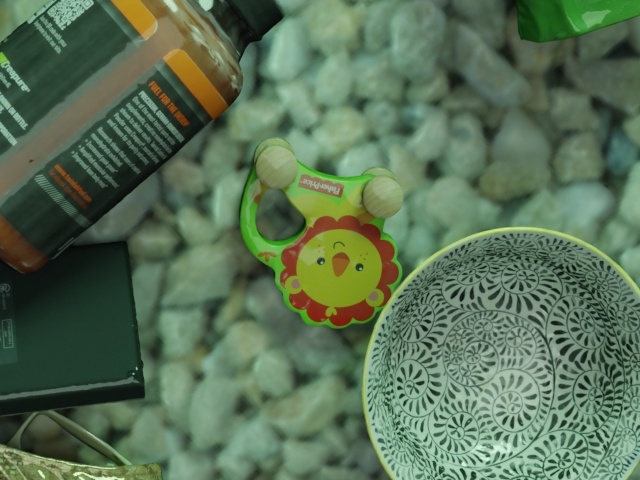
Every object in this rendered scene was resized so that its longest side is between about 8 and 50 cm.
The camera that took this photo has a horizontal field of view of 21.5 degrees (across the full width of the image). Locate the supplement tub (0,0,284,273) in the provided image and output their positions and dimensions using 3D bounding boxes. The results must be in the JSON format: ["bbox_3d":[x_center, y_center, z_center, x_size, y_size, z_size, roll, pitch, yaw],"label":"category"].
[{"bbox_3d":[-0.114,-0.080,0.881,0.198,0.106,0.106,-40,101,-1],"label":"supplement tub"}]

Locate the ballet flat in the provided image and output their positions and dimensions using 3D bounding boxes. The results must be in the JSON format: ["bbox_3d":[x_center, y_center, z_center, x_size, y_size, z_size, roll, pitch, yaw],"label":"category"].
[{"bbox_3d":[-0.181,0.118,0.927,0.206,0.073,0.067,22,67,-13],"label":"ballet flat"}]

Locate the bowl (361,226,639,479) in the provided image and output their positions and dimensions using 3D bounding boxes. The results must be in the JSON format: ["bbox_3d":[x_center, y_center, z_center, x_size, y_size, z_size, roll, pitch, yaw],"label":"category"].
[{"bbox_3d":[0.100,0.073,0.944,0.170,0.080,0.170,-1,97,-7],"label":"bowl"}]

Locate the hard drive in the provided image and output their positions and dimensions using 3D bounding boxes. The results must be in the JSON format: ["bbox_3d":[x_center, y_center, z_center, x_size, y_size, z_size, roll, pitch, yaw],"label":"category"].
[{"bbox_3d":[-0.166,0.049,0.905,0.135,0.022,0.094,-7,56,-7],"label":"hard drive"}]

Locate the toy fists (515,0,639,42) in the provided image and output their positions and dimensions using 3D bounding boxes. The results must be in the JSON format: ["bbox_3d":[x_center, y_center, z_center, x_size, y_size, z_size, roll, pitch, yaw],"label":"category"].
[{"bbox_3d":[0.203,-0.218,0.916,0.279,0.096,0.142,-20,110,-7],"label":"toy fists"}]

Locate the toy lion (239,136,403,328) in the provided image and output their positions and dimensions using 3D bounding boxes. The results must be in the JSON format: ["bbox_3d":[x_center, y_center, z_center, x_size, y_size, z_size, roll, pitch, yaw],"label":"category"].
[{"bbox_3d":[0.000,0.000,0.948,0.100,0.034,0.096,16,102,-9],"label":"toy lion"}]
